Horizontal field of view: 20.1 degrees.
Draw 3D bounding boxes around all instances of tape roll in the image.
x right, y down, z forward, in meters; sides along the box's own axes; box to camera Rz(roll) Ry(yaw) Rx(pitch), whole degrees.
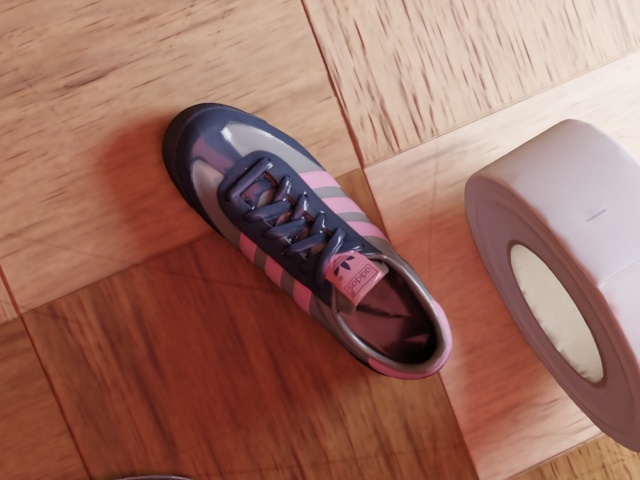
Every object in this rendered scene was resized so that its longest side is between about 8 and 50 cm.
[{"bbox_3d":[0.242,0.039,1.556,0.100,0.286,0.286,-30,104,-10],"label":"tape roll"}]

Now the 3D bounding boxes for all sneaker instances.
[{"bbox_3d":[0.000,0.000,1.561,0.319,0.131,0.112,42,85,-17],"label":"sneaker"}]

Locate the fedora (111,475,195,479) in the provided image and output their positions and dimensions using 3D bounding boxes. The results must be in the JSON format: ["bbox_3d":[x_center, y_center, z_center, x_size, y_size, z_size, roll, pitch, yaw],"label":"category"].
[{"bbox_3d":[-0.160,0.337,1.562,0.275,0.124,0.244,-8,100,-15],"label":"fedora"}]
